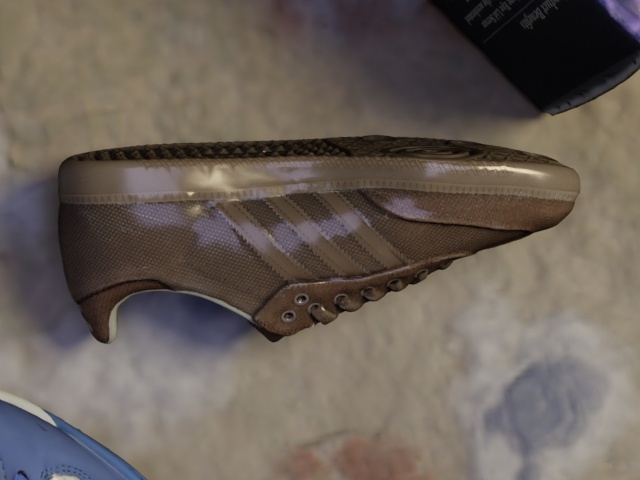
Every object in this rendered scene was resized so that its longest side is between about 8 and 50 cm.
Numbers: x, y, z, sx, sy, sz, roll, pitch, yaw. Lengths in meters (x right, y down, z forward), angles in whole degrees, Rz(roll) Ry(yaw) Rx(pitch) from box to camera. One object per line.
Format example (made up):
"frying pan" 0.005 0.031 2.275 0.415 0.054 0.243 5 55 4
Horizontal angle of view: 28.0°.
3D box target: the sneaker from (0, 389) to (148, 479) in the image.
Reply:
"sneaker" -0.172 0.073 0.399 0.296 0.131 0.111 28 80 -8

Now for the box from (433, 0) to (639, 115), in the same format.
"box" 0.078 -0.175 0.467 0.207 0.108 0.153 44 80 -2

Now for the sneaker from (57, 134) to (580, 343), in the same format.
"sneaker" 0.000 0.000 0.473 0.188 0.066 0.071 0 102 -3
